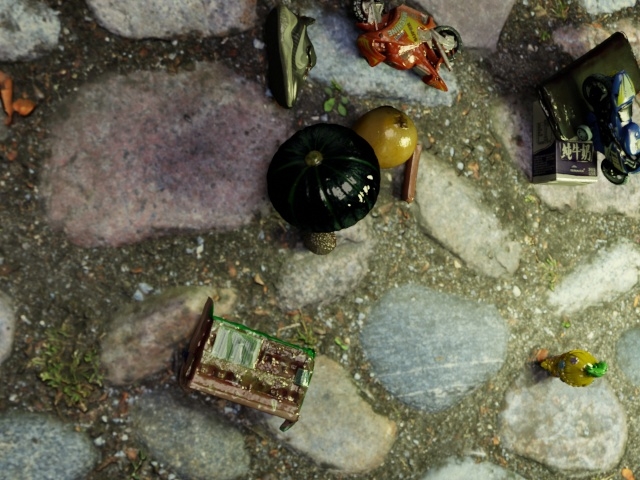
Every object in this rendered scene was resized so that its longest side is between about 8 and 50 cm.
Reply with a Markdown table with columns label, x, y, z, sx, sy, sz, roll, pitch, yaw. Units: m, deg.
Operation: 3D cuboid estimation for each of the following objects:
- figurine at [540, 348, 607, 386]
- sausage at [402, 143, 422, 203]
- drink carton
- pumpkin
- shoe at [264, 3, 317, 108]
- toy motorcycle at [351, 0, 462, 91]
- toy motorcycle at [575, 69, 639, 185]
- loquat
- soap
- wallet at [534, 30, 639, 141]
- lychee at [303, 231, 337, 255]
| label | x | y | z | sx | sy | sz | roll | pitch | yaw |
| --- | --- | --- | --- | --- | --- | --- | --- | --- | --- |
| figurine | 0.635 | 0.321 | 1.791 | 0.115 | 0.156 | 0.094 | 7 | 87 | -24 |
| sausage | 0.218 | -0.160 | 1.700 | 0.035 | 0.030 | 0.147 | 11 | 85 | -18 |
| drink carton | 0.627 | -0.255 | 1.825 | 0.134 | 0.102 | 0.222 | 1 | 88 | -19 |
| pumpkin | 0.016 | -0.118 | 1.540 | 0.248 | 0.248 | 0.247 | 0 | 90 | -21 |
| shoe | -0.055 | -0.406 | 1.566 | 0.112 | 0.099 | 0.227 | -7 | 92 | -28 |
| toy motorcycle | 0.193 | -0.466 | 1.661 | 0.298 | 0.089 | 0.171 | 18 | 85 | -21 |
| toy motorcycle | 0.712 | -0.258 | 1.688 | 0.113 | 0.169 | 0.315 | -33 | 118 | -15 |
| loquat | 0.143 | -0.232 | 1.613 | 0.163 | 0.163 | 0.137 | -21 | 77 | -20 |
| soap | -0.151 | 0.268 | 1.518 | 0.273 | 0.098 | 0.217 | 23 | 82 | -20 |
| wallet | 0.678 | -0.381 | 1.771 | 0.318 | 0.045 | 0.172 | -33 | 104 | -20 |
| lychee | 0.000 | 0.000 | 1.593 | 0.083 | 0.068 | 0.067 | 7 | 117 | -42 |
